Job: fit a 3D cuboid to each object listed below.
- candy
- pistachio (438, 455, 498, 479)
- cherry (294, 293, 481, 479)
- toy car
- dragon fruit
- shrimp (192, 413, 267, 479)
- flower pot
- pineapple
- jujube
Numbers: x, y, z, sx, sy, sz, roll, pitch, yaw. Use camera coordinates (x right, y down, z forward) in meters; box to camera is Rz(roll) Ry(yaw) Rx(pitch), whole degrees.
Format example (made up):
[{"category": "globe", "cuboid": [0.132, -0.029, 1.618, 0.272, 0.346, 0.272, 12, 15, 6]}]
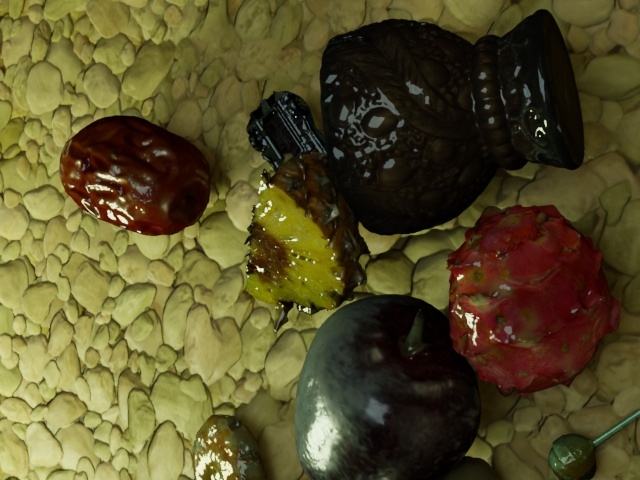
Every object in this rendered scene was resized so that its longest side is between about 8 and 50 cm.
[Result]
[{"category": "candy", "cuboid": [0.358, 0.221, 1.294, 0.202, 0.061, 0.061, -39, 67, 17]}, {"category": "pistachio", "cuboid": [0.183, 0.346, 1.367, 0.113, 0.113, 0.149, 4, 83, 34]}, {"category": "cherry", "cuboid": [0.079, 0.196, 1.365, 0.296, 0.218, 0.255, -59, 39, 32]}, {"category": "toy car", "cuboid": [-0.019, -0.114, 1.547, 0.103, 0.063, 0.216, -40, 77, 27]}, {"category": "dragon fruit", "cuboid": [0.244, 0.088, 1.287, 0.210, 0.205, 0.268, 14, 131, 18]}, {"category": "shrimp", "cuboid": [-0.129, 0.402, 1.598, 0.154, 0.062, 0.294, -21, 73, 44]}, {"category": "flower pot", "cuboid": [0.168, -0.154, 1.324, 0.267, 0.266, 0.267, -10, 82, 21]}, {"category": "pineapple", "cuboid": [0.002, -0.004, 1.406, 0.161, 0.158, 0.334, 23, 143, 9]}, {"category": "jujube", "cuboid": [-0.281, -0.100, 1.655, 0.250, 0.174, 0.174, 23, 100, 36]}]
